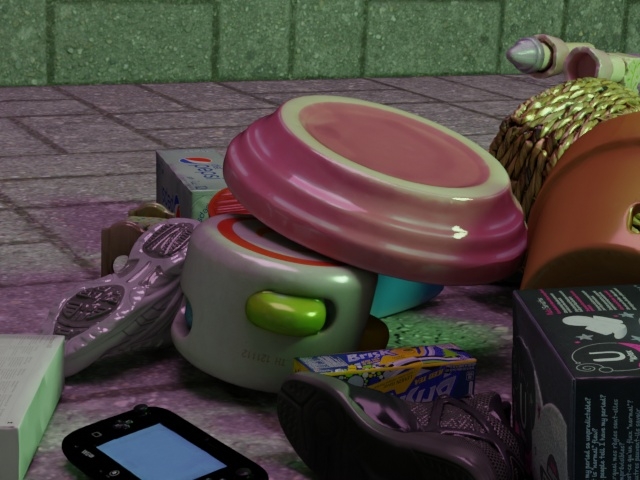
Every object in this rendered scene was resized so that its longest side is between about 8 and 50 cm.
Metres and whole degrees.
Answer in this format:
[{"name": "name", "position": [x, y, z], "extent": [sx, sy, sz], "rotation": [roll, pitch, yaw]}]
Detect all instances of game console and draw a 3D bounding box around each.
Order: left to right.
[{"name": "game console", "position": [-0.096, 0.202, 1.146], "extent": [0.213, 0.043, 0.361], "rotation": [-7, 16, -35]}]

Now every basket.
[{"name": "basket", "position": [0.357, -0.059, 1.798], "extent": [0.299, 0.213, 0.223], "rotation": [-12, 43, -46]}]

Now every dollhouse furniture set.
[{"name": "dollhouse furniture set", "position": [-0.170, 0.027, 1.718], "extent": [0.161, 0.101, 0.182], "rotation": [5, 14, 9]}]

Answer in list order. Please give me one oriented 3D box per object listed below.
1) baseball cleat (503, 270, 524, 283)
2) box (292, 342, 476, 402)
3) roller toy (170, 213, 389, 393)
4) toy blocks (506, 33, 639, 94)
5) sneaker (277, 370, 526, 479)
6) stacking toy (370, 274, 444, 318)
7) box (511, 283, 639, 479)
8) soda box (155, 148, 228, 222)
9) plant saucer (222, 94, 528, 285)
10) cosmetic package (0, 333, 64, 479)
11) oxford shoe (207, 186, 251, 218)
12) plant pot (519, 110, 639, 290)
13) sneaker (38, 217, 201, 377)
[{"name": "baseball cleat", "position": [0.198, 0.011, 1.912], "extent": [0.206, 0.072, 0.109], "rotation": [6, 7, 0]}, {"name": "box", "position": [0.060, 0.137, 1.400], "extent": [0.169, 0.059, 0.054], "rotation": [-3, 16, -21]}, {"name": "roller toy", "position": [-0.046, 0.067, 1.488], "extent": [0.191, 0.146, 0.209], "rotation": [23, 18, 31]}, {"name": "toy blocks", "position": [0.385, -0.139, 2.121], "extent": [0.260, 0.288, 0.309], "rotation": [-6, 19, -44]}, {"name": "sneaker", "position": [0.075, 0.164, 1.249], "extent": [0.228, 0.087, 0.130], "rotation": [16, 18, 36]}, {"name": "stacking toy", "position": [0.000, 0.000, 1.827], "extent": [0.166, 0.175, 0.302], "rotation": [-18, 11, -43]}, {"name": "box", "position": [0.239, 0.143, 1.193], "extent": [0.142, 0.163, 0.247], "rotation": [-2, 14, -2]}, {"name": "soda box", "position": [-0.163, -0.054, 2.057], "extent": [0.091, 0.098, 0.286], "rotation": [-3, 14, -15]}, {"name": "plant saucer", "position": [0.067, -0.066, 1.555], "extent": [0.332, 0.084, 0.332], "rotation": [15, 23, -7]}, {"name": "cosmetic package", "position": [-0.290, 0.145, 1.307], "extent": [0.099, 0.060, 0.239], "rotation": [0, 14, 0]}, {"name": "oxford shoe", "position": [-0.079, 0.014, 1.720], "extent": [0.097, 0.098, 0.271], "rotation": [-4, 27, -1]}, {"name": "plant pot", "position": [0.313, 0.045, 1.425], "extent": [0.291, 0.290, 0.203], "rotation": [10, 32, 28]}, {"name": "sneaker", "position": [-0.188, 0.082, 1.530], "extent": [0.090, 0.115, 0.232], "rotation": [22, 49, 40]}]
